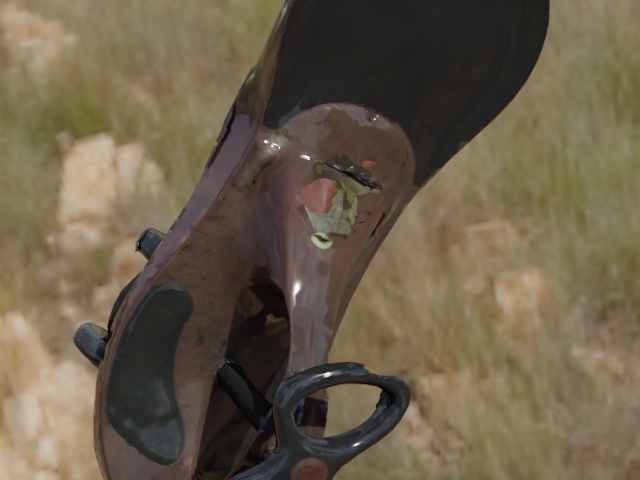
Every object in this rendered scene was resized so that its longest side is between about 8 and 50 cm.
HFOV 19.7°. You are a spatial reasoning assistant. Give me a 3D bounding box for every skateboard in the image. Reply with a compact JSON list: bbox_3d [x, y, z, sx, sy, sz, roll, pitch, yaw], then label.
[{"bbox_3d":[0.000,0.000,0.381,0.067,0.151,0.080,19,12,-29],"label":"skateboard"}]
